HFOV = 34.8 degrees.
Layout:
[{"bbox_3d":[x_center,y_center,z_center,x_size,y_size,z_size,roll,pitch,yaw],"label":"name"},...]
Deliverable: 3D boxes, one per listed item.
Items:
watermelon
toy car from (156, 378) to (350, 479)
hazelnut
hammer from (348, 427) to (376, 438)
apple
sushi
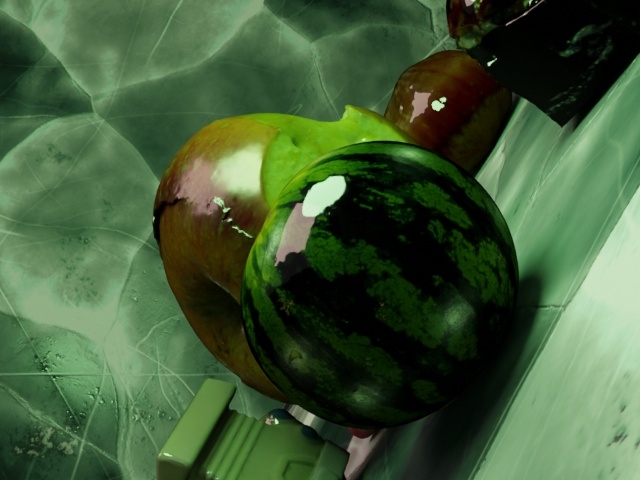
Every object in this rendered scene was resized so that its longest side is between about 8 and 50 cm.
[{"bbox_3d":[0.056,0.035,0.934,0.269,0.269,0.269,-60,1,1],"label":"watermelon"},{"bbox_3d":[-0.129,0.366,1.215,0.336,0.226,0.242,-58,2,29],"label":"toy car"},{"bbox_3d":[0.216,-0.218,1.812,0.252,0.217,0.217,-59,1,18],"label":"hazelnut"},{"bbox_3d":[0.061,0.221,1.286,0.043,0.043,0.083,-60,2,-38],"label":"hammer"},{"bbox_3d":[0.000,0.000,1.249,0.374,0.384,0.374,-27,18,9],"label":"apple"},{"bbox_3d":[0.253,-0.276,1.177,0.227,0.212,0.215,-62,2,-38],"label":"sushi"}]
